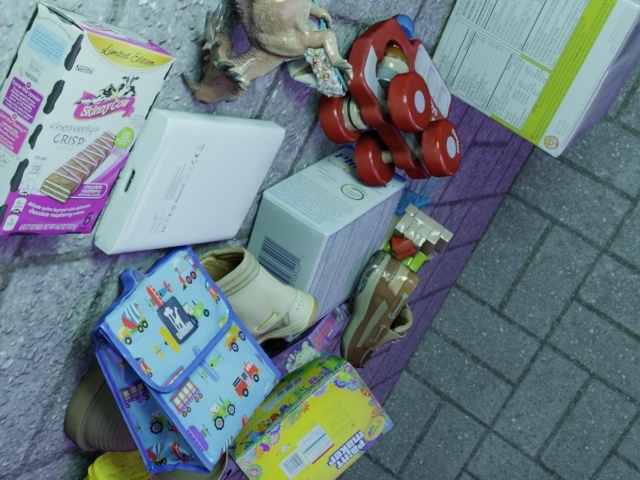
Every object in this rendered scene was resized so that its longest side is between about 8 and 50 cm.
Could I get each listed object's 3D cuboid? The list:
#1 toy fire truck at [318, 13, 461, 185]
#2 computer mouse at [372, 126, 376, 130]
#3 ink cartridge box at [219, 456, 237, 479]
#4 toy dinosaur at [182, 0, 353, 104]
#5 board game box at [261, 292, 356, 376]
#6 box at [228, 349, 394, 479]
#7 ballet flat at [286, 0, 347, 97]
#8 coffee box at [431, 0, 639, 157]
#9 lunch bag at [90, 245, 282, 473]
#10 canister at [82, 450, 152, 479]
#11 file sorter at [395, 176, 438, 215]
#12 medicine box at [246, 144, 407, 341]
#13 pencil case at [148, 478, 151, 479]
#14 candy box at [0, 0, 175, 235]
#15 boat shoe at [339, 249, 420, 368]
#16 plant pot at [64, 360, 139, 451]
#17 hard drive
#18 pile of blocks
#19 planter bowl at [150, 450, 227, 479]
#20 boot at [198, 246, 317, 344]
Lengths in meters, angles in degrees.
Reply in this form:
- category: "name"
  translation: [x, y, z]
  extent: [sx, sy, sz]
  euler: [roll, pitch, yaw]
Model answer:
- category: "toy fire truck"
  translation: [0.138, -0.254, 1.527]
  extent: [0.302, 0.169, 0.254]
  euler: [48, 47, -43]
- category: "computer mouse"
  translation: [0.119, -0.242, 1.706]
  extent: [0.106, 0.042, 0.193]
  euler: [-58, 155, -10]
- category: "ink cartridge box"
  translation: [-0.245, 0.506, 1.972]
  extent: [0.175, 0.072, 0.127]
  euler: [-45, 158, -30]
- category: "toy dinosaur"
  translation: [-0.065, -0.299, 1.084]
  extent: [0.200, 0.127, 0.296]
  euler: [-2, 112, -18]
- category: "board game box"
  translation: [-0.043, 0.199, 1.767]
  extent: [0.208, 0.056, 0.347]
  euler: [-28, -175, 21]
- category: "box"
  translation: [-0.055, 0.377, 1.802]
  extent: [0.290, 0.177, 0.279]
  euler: [-39, -163, -13]
- category: "ballet flat"
  translation: [-0.021, -0.279, 1.286]
  extent: [0.077, 0.091, 0.241]
  euler: [-25, 154, 2]
- category: "coffee box"
  translation: [0.477, -0.439, 1.792]
  extent: [0.337, 0.334, 0.338]
  euler: [-35, 154, -48]
- category: "lunch bag"
  translation: [-0.219, 0.164, 1.305]
  extent: [0.221, 0.138, 0.293]
  euler: [-50, 120, -47]
- category: "canister"
  translation: [-0.372, 0.432, 1.507]
  extent: [0.170, 0.073, 0.126]
  euler: [-50, 165, 30]
- category: "file sorter"
  translation: [0.174, -0.136, 1.886]
  extent: [0.170, 0.118, 0.104]
  euler: [-19, 136, -60]
- category: "medicine box"
  translation: [0.000, 0.000, 1.638]
  extent: [0.289, 0.149, 0.263]
  euler: [-34, 151, -48]
- category: "pencil case"
  translation: [-0.339, 0.534, 1.792]
  extent: [0.206, 0.086, 0.088]
  euler: [97, 5, -54]
- category: "candy box"
  translation: [-0.270, -0.120, 0.932]
  extent: [0.233, 0.071, 0.159]
  euler: [-62, 159, 14]
- category: "boat shoe"
  translation: [0.122, 0.161, 1.752]
  extent: [0.324, 0.120, 0.122]
  euler: [101, 15, -49]
- category: "plant pot"
  translation: [-0.293, 0.264, 1.427]
  extent: [0.237, 0.109, 0.237]
  euler: [-46, 157, -25]
- category: "hard drive"
  translation: [-0.177, -0.084, 1.252]
  extent: [0.203, 0.040, 0.307]
  euler: [-62, 160, 16]
- category: "pile of blocks"
  translation: [0.142, 0.023, 1.846]
  extent: [0.113, 0.149, 0.362]
  euler: [-51, -164, -16]
- category: "planter bowl"
  translation: [-0.256, 0.390, 1.677]
  extent: [0.162, 0.162, 0.109]
  euler: [-60, -173, 9]
- category: "boot"
  translation: [-0.164, 0.110, 1.485]
  extent: [0.203, 0.262, 0.095]
  euler: [39, 43, -39]
